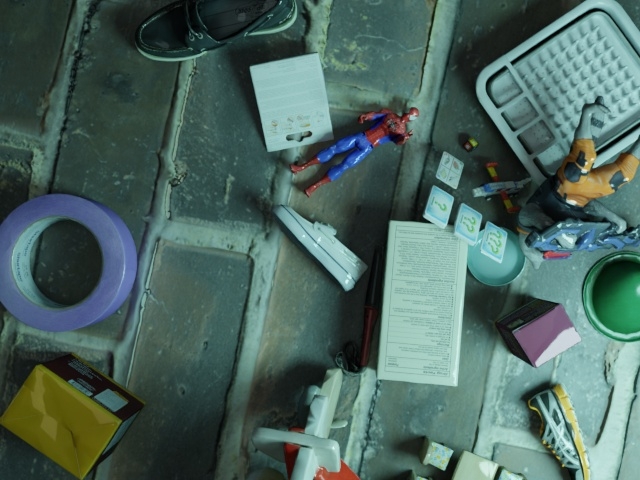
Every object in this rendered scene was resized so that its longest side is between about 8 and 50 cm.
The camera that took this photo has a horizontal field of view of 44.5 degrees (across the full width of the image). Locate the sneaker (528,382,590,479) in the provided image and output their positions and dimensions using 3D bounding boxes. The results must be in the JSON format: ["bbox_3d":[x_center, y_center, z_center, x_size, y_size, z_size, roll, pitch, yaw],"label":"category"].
[{"bbox_3d":[0.477,0.392,1.544,0.083,0.084,0.214,-18,85,15],"label":"sneaker"}]

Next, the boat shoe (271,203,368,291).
[{"bbox_3d":[0.000,0.000,1.575,0.076,0.083,0.226,-45,99,-11],"label":"boat shoe"}]

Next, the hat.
[{"bbox_3d":[0.610,0.099,1.485,0.173,0.183,0.208,-5,89,3],"label":"hat"}]

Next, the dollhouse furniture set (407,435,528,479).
[{"bbox_3d":[0.267,0.533,1.503,0.212,0.161,0.242,22,90,3],"label":"dollhouse furniture set"}]

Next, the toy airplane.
[{"bbox_3d":[-0.034,0.447,1.414,0.273,0.386,0.384,-8,88,29],"label":"toy airplane"}]

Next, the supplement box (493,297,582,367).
[{"bbox_3d":[0.409,0.172,1.490,0.104,0.188,0.080,-31,88,2],"label":"supplement box"}]

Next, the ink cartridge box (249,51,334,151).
[{"bbox_3d":[-0.056,-0.284,1.604,0.146,0.045,0.179,-11,107,2],"label":"ink cartridge box"}]

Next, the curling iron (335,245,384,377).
[{"bbox_3d":[0.089,0.143,1.581,0.068,0.035,0.273,15,90,2],"label":"curling iron"}]

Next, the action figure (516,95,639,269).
[{"bbox_3d":[0.499,-0.085,1.477,0.330,0.341,0.178,-57,48,25],"label":"action figure"}]

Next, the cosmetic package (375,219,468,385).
[{"bbox_3d":[0.198,0.119,1.539,0.160,0.113,0.309,6,90,3],"label":"cosmetic package"}]

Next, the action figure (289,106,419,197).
[{"bbox_3d":[0.077,-0.190,1.543,0.280,0.139,0.091,-31,89,-1],"label":"action figure"}]

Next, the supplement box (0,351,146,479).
[{"bbox_3d":[-0.475,0.333,1.523,0.191,0.194,0.129,34,91,3],"label":"supplement box"}]

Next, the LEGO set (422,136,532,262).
[{"bbox_3d":[0.310,-0.098,1.514,0.183,0.060,0.244,31,51,-10],"label":"LEGO set"}]

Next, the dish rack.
[{"bbox_3d":[0.502,-0.288,1.554,0.333,0.072,0.285,-34,87,2],"label":"dish rack"}]

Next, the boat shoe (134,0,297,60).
[{"bbox_3d":[-0.217,-0.446,1.567,0.340,0.113,0.127,-7,89,2],"label":"boat shoe"}]

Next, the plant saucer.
[{"bbox_3d":[0.353,0.032,1.579,0.119,0.021,0.119,0,88,2],"label":"plant saucer"}]

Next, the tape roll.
[{"bbox_3d":[-0.518,0.045,1.584,0.275,0.090,0.274,0,89,2],"label":"tape roll"}]
